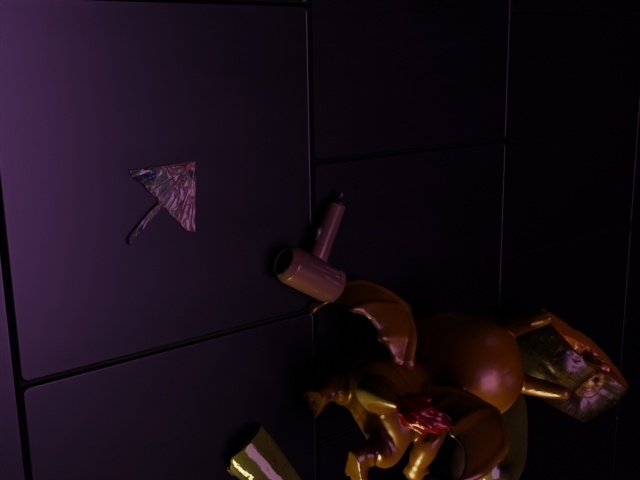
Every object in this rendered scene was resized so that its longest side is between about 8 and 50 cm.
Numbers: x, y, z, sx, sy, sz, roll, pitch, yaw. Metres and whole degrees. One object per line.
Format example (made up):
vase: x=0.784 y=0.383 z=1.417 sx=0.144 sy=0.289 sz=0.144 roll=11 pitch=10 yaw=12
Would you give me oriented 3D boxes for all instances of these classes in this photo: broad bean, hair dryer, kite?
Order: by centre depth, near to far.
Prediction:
kite: x=-0.224 y=-0.055 z=1.138 sx=0.156 sy=0.011 sz=0.139 roll=-53 pitch=125 yaw=-19
hair dryer: x=0.000 y=0.000 z=1.307 sx=0.117 sy=0.064 sz=0.181 roll=29 pitch=72 yaw=-36
broad bean: x=0.356 y=0.382 z=1.600 sx=0.189 sy=0.121 sz=0.263 roll=38 pitch=64 yaw=-35

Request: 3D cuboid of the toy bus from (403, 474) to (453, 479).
toy bus: x=0.230 y=0.540 z=1.569 sx=0.209 sy=0.126 sz=0.136 roll=34 pitch=86 yaw=-39

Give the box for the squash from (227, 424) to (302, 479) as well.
squash: x=-0.072 y=0.406 z=1.322 sx=0.200 sy=0.075 sz=0.090 roll=55 pitch=44 yaw=-10

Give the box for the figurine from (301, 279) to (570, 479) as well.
figurine: x=0.197 y=0.253 z=1.343 sx=0.387 sy=0.401 sz=0.268 roll=-17 pitch=129 yaw=-30

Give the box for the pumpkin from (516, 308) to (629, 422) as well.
pumpkin: x=0.508 y=0.254 z=1.697 sx=0.317 sy=0.222 sz=0.139 roll=26 pitch=110 yaw=-39
